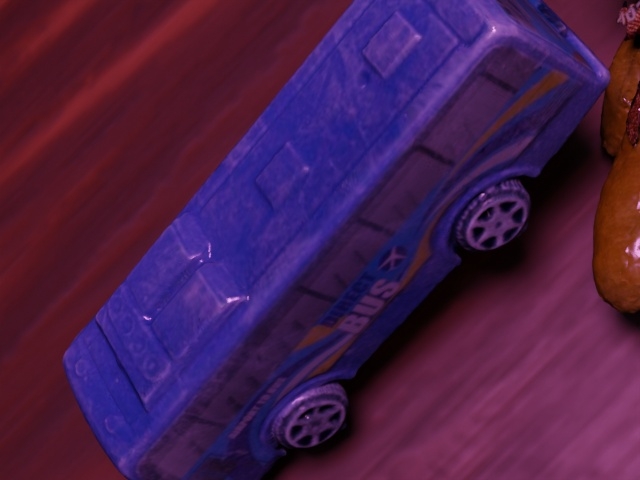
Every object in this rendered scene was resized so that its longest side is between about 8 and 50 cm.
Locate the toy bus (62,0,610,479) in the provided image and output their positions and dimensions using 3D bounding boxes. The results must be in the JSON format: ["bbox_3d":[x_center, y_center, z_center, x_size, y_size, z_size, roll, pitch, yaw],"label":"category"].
[{"bbox_3d":[-0.002,-0.002,0.552,0.236,0.094,0.079,-49,46,17],"label":"toy bus"}]

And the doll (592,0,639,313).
[{"bbox_3d":[0.135,-0.078,0.530,0.097,0.137,0.209,18,71,-18],"label":"doll"}]
